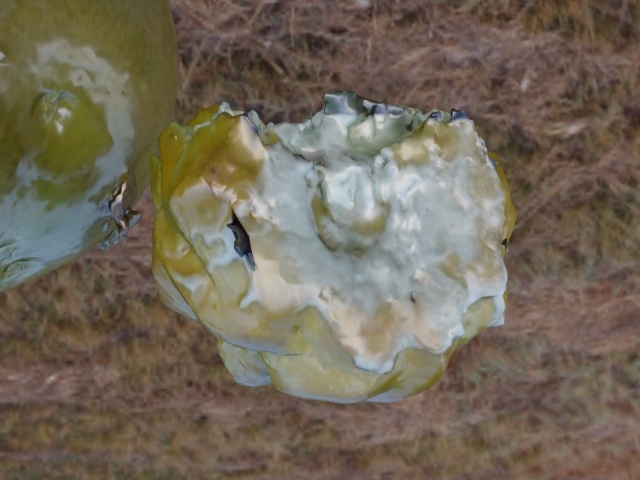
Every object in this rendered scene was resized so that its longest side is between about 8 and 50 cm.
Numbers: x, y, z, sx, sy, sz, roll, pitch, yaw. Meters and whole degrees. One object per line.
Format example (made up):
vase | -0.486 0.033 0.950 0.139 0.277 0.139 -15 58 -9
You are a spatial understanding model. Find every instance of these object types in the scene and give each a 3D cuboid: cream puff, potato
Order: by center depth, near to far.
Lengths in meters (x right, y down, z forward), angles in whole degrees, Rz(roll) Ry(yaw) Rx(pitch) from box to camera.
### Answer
cream puff | -0.001 0.000 0.421 0.156 0.121 0.156 -5 -172 1
potato | -0.219 -0.139 0.533 0.269 0.359 0.219 1 147 -50
